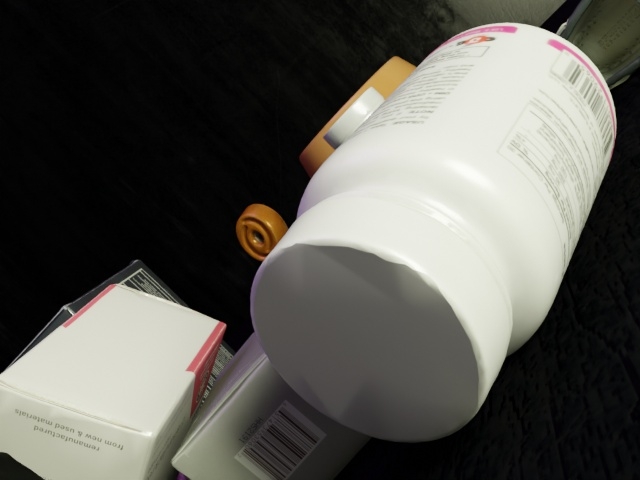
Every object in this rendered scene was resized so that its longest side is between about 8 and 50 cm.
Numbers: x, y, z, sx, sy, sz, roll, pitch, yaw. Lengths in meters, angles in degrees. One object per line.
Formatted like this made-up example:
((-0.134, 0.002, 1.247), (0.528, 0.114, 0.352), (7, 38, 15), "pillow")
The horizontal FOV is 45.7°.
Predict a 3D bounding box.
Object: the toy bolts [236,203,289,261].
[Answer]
((0.000, 0.000, 1.269), (0.228, 0.218, 0.158), (-17, 17, 44), "toy bolts")

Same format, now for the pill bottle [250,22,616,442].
((0.083, -0.020, 0.488), (0.160, 0.160, 0.283), (-43, 4, 44), "pill bottle")

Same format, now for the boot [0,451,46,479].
((-0.152, 0.162, 0.339), (0.131, 0.260, 0.348), (-47, 3, -27), "boot")

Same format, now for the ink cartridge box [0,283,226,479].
((-0.189, 0.207, 0.622), (0.207, 0.117, 0.283), (-67, -4, -73), "ink cartridge box")

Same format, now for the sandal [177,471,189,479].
((-0.246, 0.340, 0.825), (0.416, 0.102, 0.169), (-29, -31, -35), "sandal")

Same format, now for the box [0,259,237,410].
((-0.292, 0.218, 1.209), (0.183, 0.296, 0.294), (-45, 3, 12), "box")

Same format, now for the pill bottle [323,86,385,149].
((0.094, -0.071, 0.799), (0.103, 0.184, 0.103), (-46, 3, 4), "pill bottle")

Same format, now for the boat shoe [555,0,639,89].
((0.320, -0.238, 0.713), (0.091, 0.114, 0.302), (-47, -9, -31), "boat shoe")

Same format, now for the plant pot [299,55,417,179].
((0.107, -0.117, 1.073), (0.291, 0.203, 0.291), (-47, 3, 3), "plant pot")

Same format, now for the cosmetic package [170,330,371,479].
((-0.029, 0.130, 0.633), (0.127, 0.107, 0.238), (-49, 6, 2), "cosmetic package")
